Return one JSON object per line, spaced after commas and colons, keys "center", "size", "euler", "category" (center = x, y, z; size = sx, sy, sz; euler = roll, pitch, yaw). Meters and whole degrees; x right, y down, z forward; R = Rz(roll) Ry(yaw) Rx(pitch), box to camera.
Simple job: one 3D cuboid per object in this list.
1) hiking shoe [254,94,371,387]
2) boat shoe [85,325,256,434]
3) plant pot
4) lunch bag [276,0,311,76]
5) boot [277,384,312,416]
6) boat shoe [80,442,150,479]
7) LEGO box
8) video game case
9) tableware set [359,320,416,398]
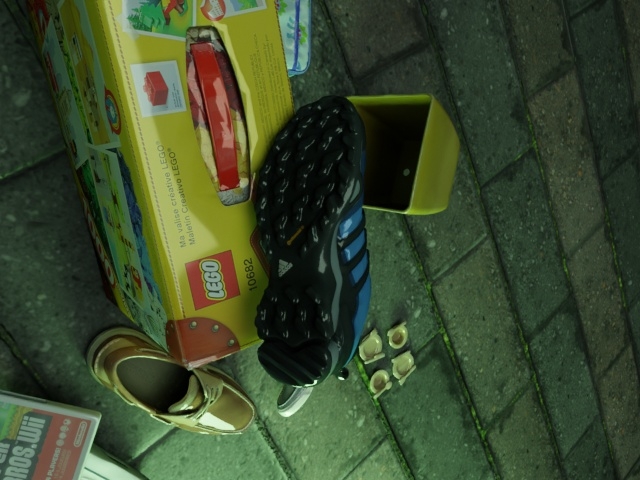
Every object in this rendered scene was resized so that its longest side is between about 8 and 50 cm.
{"center": [0.000, 0.000, 0.585], "size": [0.132, 0.113, 0.303], "euler": [17, 80, -65], "category": "hiking shoe"}
{"center": [-0.230, 0.255, 0.890], "size": [0.324, 0.116, 0.123], "euler": [35, 77, -33], "category": "boat shoe"}
{"center": [0.157, -0.152, 1.054], "size": [0.187, 0.212, 0.212], "euler": [12, 90, -47], "category": "plant pot"}
{"center": [-0.097, -0.389, 0.907], "size": [0.176, 0.090, 0.218], "euler": [-2, 99, -37], "category": "lunch bag"}
{"center": [-0.046, 0.241, 1.054], "size": [0.086, 0.069, 0.190], "euler": [45, 64, -23], "category": "boot"}
{"center": [-0.362, 0.365, 0.830], "size": [0.258, 0.095, 0.084], "euler": [49, 66, -28], "category": "boat shoe"}
{"center": [-0.203, -0.145, 0.696], "size": [0.193, 0.373, 0.499], "euler": [-18, 106, -31], "category": "LEGO box"}
{"center": [-0.473, 0.300, 0.726], "size": [0.286, 0.025, 0.203], "euler": [18, 86, -13], "category": "video game case"}
{"center": [0.154, 0.265, 1.215], "size": [0.141, 0.020, 0.168], "euler": [-25, 111, -29], "category": "tableware set"}
